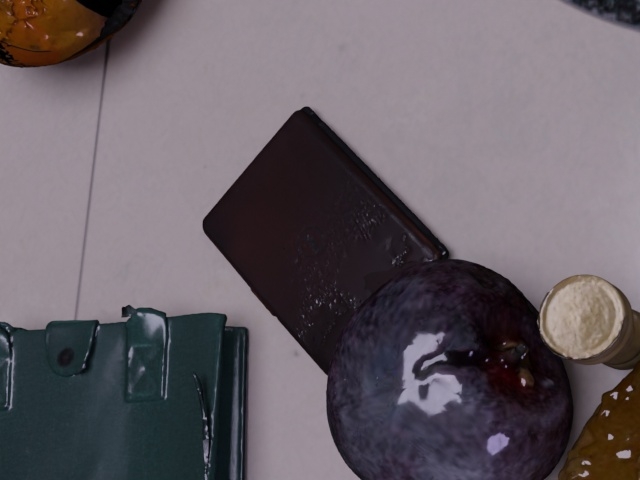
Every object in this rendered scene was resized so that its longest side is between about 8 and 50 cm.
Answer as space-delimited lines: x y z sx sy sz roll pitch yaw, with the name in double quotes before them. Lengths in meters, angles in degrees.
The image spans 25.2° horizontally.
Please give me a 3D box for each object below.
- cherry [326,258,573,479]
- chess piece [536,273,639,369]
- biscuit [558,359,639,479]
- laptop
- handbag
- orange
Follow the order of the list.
"cherry" 0.092 0.114 1.096 0.195 0.195 0.195 -6 76 27
"chess piece" 0.211 0.067 1.073 0.066 0.122 0.066 -6 75 25
"biscuit" 0.297 0.204 1.003 0.295 0.075 0.296 -15 54 22
"laptop" 0.000 0.000 1.257 0.154 0.026 0.207 -50 61 12
"handbag" -0.221 0.187 1.298 0.326 0.089 0.239 -7 75 26
"orange" -0.269 -0.280 1.369 0.234 0.182 0.235 0 90 33
